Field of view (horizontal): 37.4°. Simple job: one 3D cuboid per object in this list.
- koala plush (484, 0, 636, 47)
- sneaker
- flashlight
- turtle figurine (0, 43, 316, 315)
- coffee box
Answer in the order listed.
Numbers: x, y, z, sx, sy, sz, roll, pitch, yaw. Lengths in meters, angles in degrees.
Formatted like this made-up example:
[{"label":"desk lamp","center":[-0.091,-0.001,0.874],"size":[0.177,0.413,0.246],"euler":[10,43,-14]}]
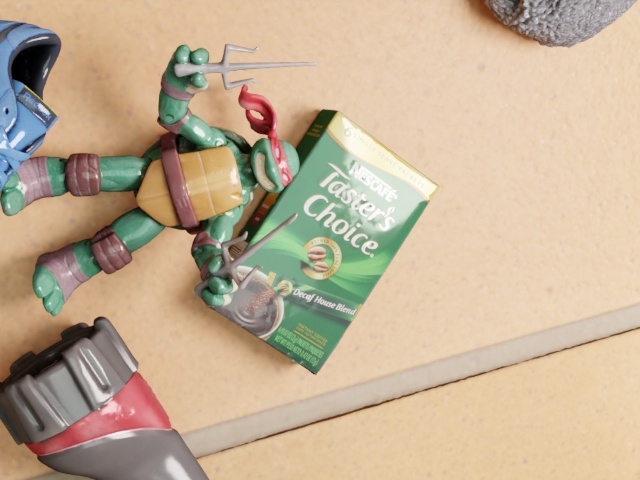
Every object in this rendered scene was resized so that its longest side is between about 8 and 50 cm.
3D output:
[{"label":"koala plush","center":[0.214,-0.246,0.690],"size":[0.196,0.221,0.203],"euler":[-18,104,-16]},{"label":"sneaker","center":[-0.219,-0.059,0.597],"size":[0.082,0.069,0.209],"euler":[0,58,14]},{"label":"flashlight","center":[-0.121,0.207,0.700],"size":[0.103,0.103,0.304],"euler":[-26,101,14]},{"label":"turtle figurine","center":[-0.099,-0.036,0.674],"size":[0.234,0.118,0.175],"euler":[-17,88,0]},{"label":"coffee box","center":[0.000,0.000,0.752],"size":[0.113,0.040,0.184],"euler":[36,86,-20]}]
